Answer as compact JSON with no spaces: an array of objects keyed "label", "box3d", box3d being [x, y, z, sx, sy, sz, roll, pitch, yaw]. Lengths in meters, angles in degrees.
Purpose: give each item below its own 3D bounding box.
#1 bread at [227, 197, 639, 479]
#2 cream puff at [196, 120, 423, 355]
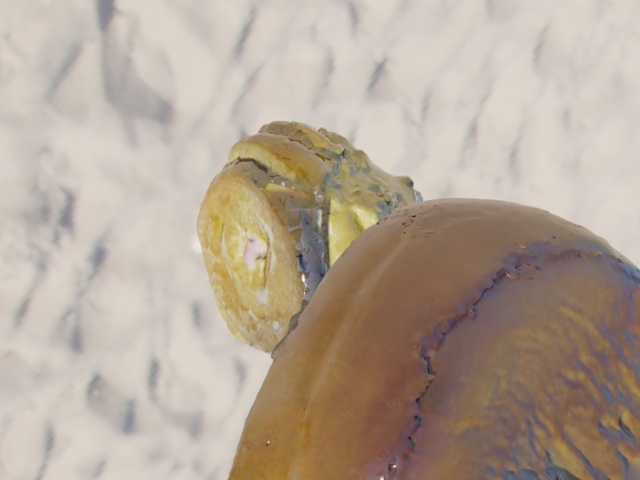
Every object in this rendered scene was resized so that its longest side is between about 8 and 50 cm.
[{"label":"bread","box3d":[0.049,0.053,0.429,0.044,0.126,0.129,-31,-152,54]},{"label":"cream puff","box3d":[0.000,0.000,1.191,0.129,0.189,0.189,-18,140,-34]}]
